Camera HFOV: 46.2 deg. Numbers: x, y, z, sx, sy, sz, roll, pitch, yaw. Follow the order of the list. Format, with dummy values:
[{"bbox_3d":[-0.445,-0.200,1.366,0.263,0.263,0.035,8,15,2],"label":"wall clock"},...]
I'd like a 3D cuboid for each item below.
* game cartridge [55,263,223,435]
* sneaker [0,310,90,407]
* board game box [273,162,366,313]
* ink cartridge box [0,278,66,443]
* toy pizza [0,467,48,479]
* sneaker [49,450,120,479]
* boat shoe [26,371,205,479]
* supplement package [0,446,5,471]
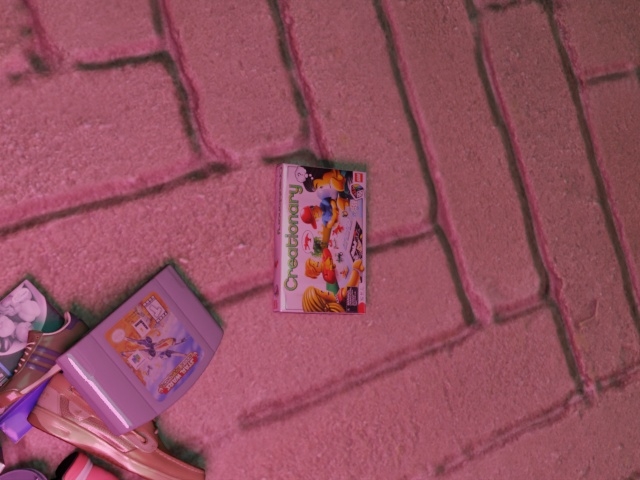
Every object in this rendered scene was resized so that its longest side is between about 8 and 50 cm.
[{"bbox_3d":[-0.305,0.196,1.346,0.198,0.062,0.297,50,43,-7],"label":"game cartridge"},{"bbox_3d":[-0.481,0.194,1.278,0.192,0.064,0.086,-36,100,-32],"label":"sneaker"},{"bbox_3d":[0.000,0.000,1.565,0.192,0.053,0.306,3,82,-23],"label":"board game box"},{"bbox_3d":[-0.525,0.212,1.315,0.206,0.045,0.208,-45,103,-22],"label":"ink cartridge box"},{"bbox_3d":[-0.513,0.473,1.225,0.201,0.201,0.032,-57,139,-19],"label":"toy pizza"},{"bbox_3d":[-0.442,0.529,1.275,0.136,0.116,0.314,33,72,-18],"label":"sneaker"},{"bbox_3d":[-0.340,0.347,1.336,0.341,0.121,0.110,33,68,-20],"label":"boat shoe"},{"bbox_3d":[-0.618,0.393,1.170,0.149,0.194,0.203,36,72,-17],"label":"supplement package"}]
